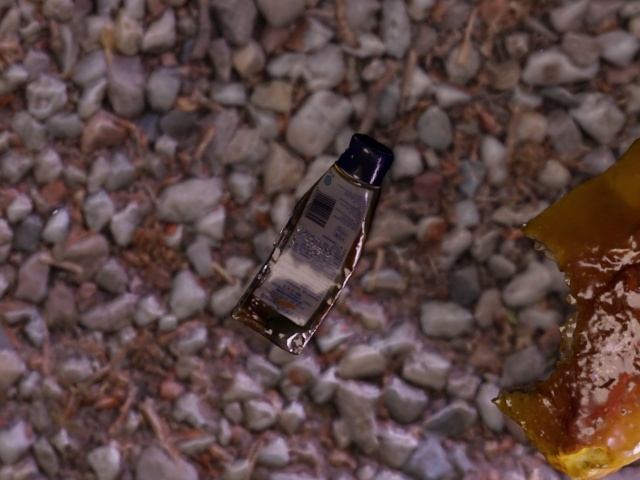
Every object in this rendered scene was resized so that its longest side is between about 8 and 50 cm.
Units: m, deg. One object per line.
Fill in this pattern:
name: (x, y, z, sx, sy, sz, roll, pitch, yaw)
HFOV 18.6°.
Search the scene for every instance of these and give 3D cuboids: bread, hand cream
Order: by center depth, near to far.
bread: (0.268, -0.005, 1.320, 0.380, 0.109, 0.185, -39, 81, 9)
hand cream: (0.000, 0.000, 1.412, 0.062, 0.039, 0.163, 32, 100, 9)
